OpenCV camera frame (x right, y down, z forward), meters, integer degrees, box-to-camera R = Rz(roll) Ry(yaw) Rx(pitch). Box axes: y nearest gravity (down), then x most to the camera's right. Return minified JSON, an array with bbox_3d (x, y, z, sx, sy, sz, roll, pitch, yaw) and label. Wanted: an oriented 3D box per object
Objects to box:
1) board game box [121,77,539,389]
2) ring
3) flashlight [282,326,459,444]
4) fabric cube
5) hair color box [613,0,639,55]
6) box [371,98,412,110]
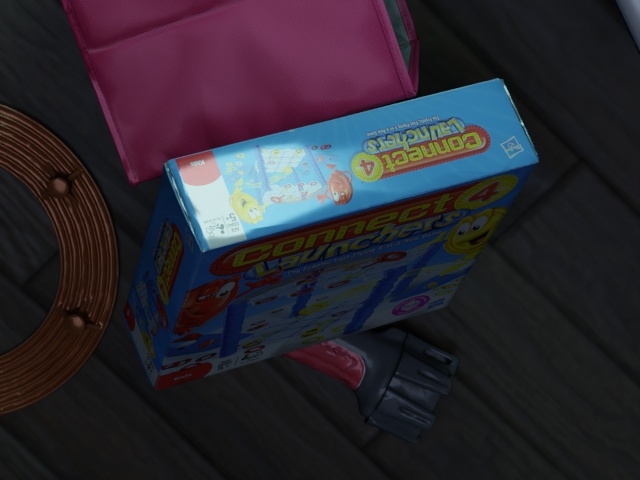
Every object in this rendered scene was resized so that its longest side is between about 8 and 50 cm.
[{"bbox_3d":[0.000,0.000,1.722,0.308,0.302,0.086,-15,69,-19],"label":"board game box"},{"bbox_3d":[-0.365,0.022,1.934,0.337,0.032,0.336,1,105,3],"label":"ring"},{"bbox_3d":[-0.026,0.103,1.905,0.304,0.103,0.103,27,131,-6],"label":"flashlight"},{"bbox_3d":[-0.073,-0.228,1.734,0.258,0.254,0.259,-17,105,9],"label":"fabric cube"},{"bbox_3d":[0.289,-0.321,1.670,0.174,0.105,0.347,-25,106,10],"label":"hair color box"},{"bbox_3d":[0.062,-0.106,1.881,0.083,0.018,0.067,16,106,-2],"label":"box"}]
